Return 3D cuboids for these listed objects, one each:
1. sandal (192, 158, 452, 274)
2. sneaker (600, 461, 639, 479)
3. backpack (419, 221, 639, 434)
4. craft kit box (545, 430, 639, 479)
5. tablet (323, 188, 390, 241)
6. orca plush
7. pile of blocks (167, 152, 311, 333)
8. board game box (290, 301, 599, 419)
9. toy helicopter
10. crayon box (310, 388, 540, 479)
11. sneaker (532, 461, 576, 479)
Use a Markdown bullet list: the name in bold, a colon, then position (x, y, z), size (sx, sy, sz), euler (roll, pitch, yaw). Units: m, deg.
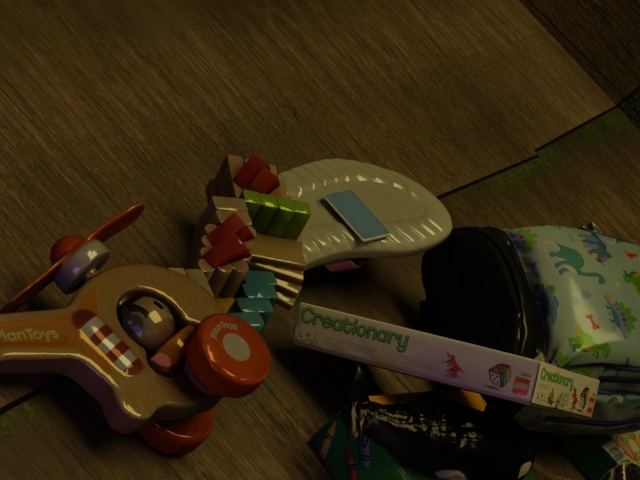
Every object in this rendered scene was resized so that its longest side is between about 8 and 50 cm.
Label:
- **sandal**: position (-0.008, -0.011, 2.235), size (0.416, 0.102, 0.169), euler (-9, 51, -44)
- **sneaker**: position (0.413, 0.410, 2.213), size (0.118, 0.107, 0.279), euler (7, 63, -68)
- **backpack**: position (0.343, 0.122, 2.334), size (0.355, 0.273, 0.290), euler (25, 39, -36)
- **craft kit box**: position (0.437, 0.301, 2.497), size (0.250, 0.061, 0.246), euler (47, 22, 5)
- **tablet**: position (0.044, -0.031, 2.203), size (0.054, 0.006, 0.083), euler (-13, 53, -46)
- **orca plush**: position (0.150, 0.191, 1.952), size (0.287, 0.102, 0.151), euler (30, 28, -28)
- **pile of blocks**: position (-0.079, 0.015, 1.970), size (0.149, 0.112, 0.362), euler (27, 37, -4)
- **board game box**: position (0.143, 0.138, 2.041), size (0.305, 0.053, 0.193), euler (13, -4, 29)
- **toy helicopter**: position (-0.235, 0.079, 1.700), size (0.355, 0.140, 0.235), euler (0, 55, -41)
- **crayon box**: position (0.129, 0.260, 2.036), size (0.278, 0.081, 0.165), euler (2, 48, -56)
- **sneaker**: position (0.271, 0.322, 2.210), size (0.188, 0.066, 0.071), euler (33, 47, -21)
